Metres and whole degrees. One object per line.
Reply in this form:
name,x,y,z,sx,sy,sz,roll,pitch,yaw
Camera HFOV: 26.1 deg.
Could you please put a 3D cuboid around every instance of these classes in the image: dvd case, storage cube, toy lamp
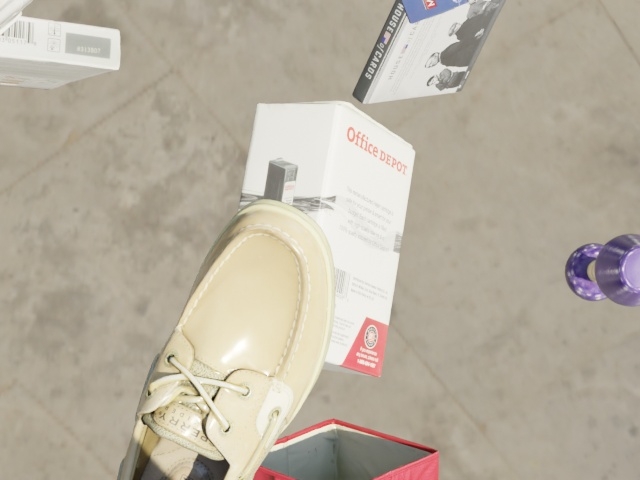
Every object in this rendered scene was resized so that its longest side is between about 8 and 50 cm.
dvd case,0.153,-0.270,1.834,0.238,0.029,0.179,-13,136,-51
storage cube,0.022,0.354,1.714,0.183,0.215,0.193,-14,108,-44
toy lamp,0.324,0.034,1.517,0.080,0.275,0.080,0,86,0

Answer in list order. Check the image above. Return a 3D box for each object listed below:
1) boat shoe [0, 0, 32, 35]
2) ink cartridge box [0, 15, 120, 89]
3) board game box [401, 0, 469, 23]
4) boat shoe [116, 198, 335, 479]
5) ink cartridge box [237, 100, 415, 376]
boat shoe,-0.207,-0.151,0.839,0.066,0.184,0.063,32,128,-10
ink cartridge box,-0.377,-0.230,1.697,0.189,0.232,0.066,3,92,-32
board game box,0.071,-0.321,1.261,0.060,0.194,0.194,-20,114,9
boat shoe,-0.076,0.116,0.974,0.109,0.098,0.302,27,111,9
ink cartridge box,0.000,0.000,1.538,0.114,0.273,0.197,5,170,30
